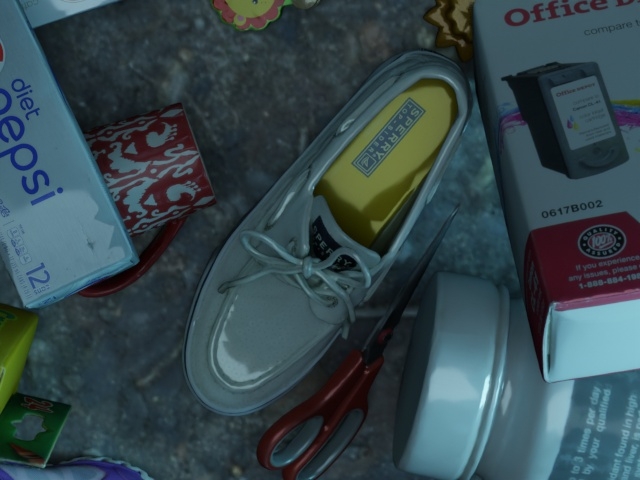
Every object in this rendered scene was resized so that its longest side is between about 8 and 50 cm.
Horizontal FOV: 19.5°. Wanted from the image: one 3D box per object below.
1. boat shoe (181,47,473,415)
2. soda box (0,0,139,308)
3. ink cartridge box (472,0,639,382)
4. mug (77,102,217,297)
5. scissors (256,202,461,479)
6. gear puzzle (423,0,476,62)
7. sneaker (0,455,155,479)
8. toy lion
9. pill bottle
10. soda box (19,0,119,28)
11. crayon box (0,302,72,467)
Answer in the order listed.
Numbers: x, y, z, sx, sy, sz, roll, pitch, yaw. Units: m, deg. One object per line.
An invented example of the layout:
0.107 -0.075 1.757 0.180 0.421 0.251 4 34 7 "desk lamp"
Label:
0.008 0.004 1.552 0.136 0.156 0.367 38 97 -6 "boat shoe"
-0.245 -0.092 1.469 0.098 0.091 0.286 -26 88 -4 "soda box"
0.254 -0.059 1.473 0.226 0.131 0.306 -11 58 0 "ink cartridge box"
-0.179 -0.039 1.585 0.169 0.150 0.113 -20 63 -2 "mug"
0.048 0.094 1.598 0.021 0.109 0.297 44 101 35 "scissors"
0.208 -0.292 1.562 0.175 0.044 0.339 42 97 -7 "gear puzzle"
-0.250 0.234 1.615 0.236 0.104 0.095 11 98 -3 "sneaker"
-0.050 -0.229 1.580 0.096 0.034 0.100 -4 99 8 "toy lion"
0.253 0.146 1.555 0.361 0.204 0.204 12 99 -3 "pill bottle"
-0.238 -0.217 1.558 0.216 0.069 0.074 -18 99 2 "soda box"
-0.359 0.086 1.541 0.319 0.202 0.081 17 99 -5 "crayon box"
